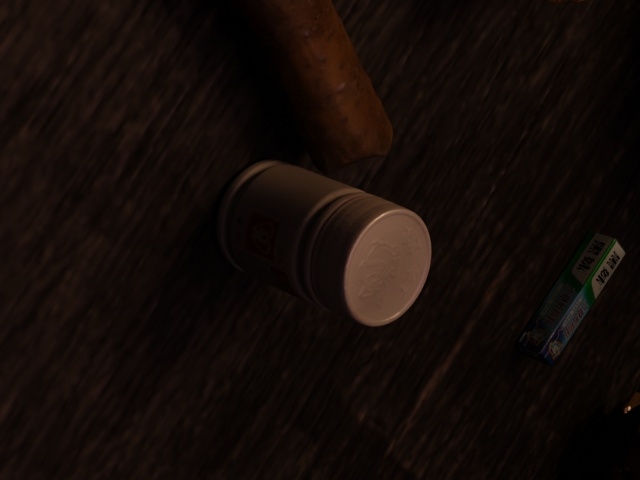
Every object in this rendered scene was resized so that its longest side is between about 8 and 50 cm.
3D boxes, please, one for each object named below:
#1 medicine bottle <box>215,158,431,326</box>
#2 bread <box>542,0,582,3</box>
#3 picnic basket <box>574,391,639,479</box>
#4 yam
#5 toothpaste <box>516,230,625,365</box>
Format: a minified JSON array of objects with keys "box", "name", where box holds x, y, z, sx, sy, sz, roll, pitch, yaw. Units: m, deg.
[{"box":[0.000,0.000,0.760,0.057,0.089,0.057,-19,119,-39],"name":"medicine bottle"},{"box":[0.114,-0.161,0.815,0.083,0.077,0.070,-27,128,-35],"name":"bread"},{"box":[0.246,0.132,1.039,0.138,0.128,0.178,21,109,-51],"name":"picnic basket"},{"box":[-0.048,-0.145,0.681,0.327,0.045,0.045,57,43,-42],"name":"yam"},{"box":[0.145,0.033,0.974,0.083,0.020,0.017,-55,133,-13],"name":"toothpaste"}]
